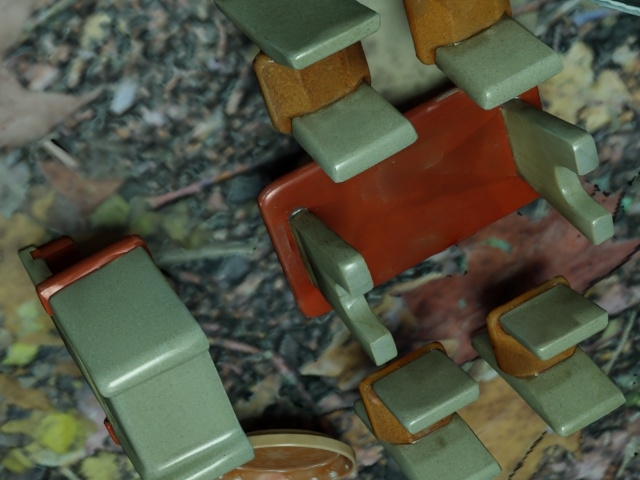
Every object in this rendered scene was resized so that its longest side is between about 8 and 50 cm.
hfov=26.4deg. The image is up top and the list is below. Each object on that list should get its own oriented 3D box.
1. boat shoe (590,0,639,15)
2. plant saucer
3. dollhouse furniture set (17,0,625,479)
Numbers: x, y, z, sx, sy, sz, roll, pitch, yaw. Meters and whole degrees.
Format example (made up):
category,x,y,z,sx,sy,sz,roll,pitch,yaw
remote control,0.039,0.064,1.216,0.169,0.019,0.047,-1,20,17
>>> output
category,x,y,z,sx,sy,sz,roll,pitch,yaw
boat shoe,0.216,-0.104,0.637,0.306,0.113,0.105,-2,128,-33
plant saucer,-0.022,0.119,0.742,0.083,0.013,0.083,-2,153,-1
dollhouse furniture set,0.000,0.000,0.650,0.259,0.135,0.262,-27,126,-12
